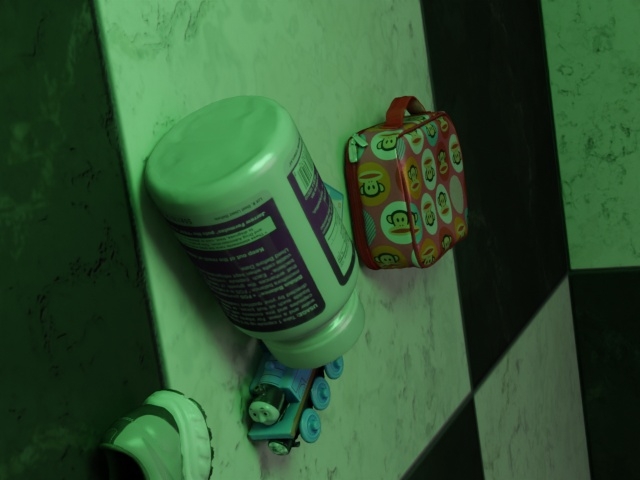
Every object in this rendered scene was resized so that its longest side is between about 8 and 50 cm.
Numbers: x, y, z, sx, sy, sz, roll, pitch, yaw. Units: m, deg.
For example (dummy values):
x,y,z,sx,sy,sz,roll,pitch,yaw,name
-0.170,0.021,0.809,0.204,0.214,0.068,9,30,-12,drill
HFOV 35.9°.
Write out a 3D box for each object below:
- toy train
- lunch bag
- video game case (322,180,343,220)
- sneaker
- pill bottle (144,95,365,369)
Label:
x,y,z,sx,sy,sz,roll,pitch,yaw,name
-0.036,0.172,1.225,0.105,0.080,0.184,55,41,-32,toy train
0.144,-0.101,1.580,0.293,0.120,0.258,-28,111,-62,lunch bag
0.000,0.000,1.389,0.119,0.015,0.166,27,62,-60,video game case
-0.154,0.287,0.958,0.108,0.100,0.271,-21,102,-49,sneaker
-0.057,0.003,1.098,0.301,0.169,0.169,64,34,-38,pill bottle
